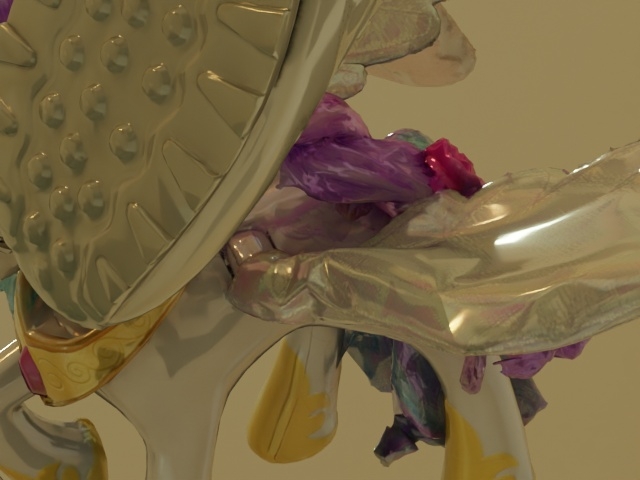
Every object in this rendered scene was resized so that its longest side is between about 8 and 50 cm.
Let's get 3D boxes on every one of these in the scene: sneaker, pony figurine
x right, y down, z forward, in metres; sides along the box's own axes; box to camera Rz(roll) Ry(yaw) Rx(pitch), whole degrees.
[{"bbox_3d":[-0.006,-0.081,0.452,0.095,0.090,0.235,0,-59,-55],"label":"sneaker"},{"bbox_3d":[0.000,0.000,0.706,0.351,0.363,0.303,-25,-129,-13],"label":"pony figurine"}]

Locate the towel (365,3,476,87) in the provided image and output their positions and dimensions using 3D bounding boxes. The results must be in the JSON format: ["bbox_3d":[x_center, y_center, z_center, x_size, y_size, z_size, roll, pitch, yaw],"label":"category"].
[{"bbox_3d":[-0.092,-0.216,1.269,0.332,0.317,0.053,40,-113,-47],"label":"towel"}]

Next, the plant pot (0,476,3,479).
[{"bbox_3d":[-0.178,0.145,0.427,0.293,0.235,0.293,6,-127,-8],"label":"plant pot"}]
